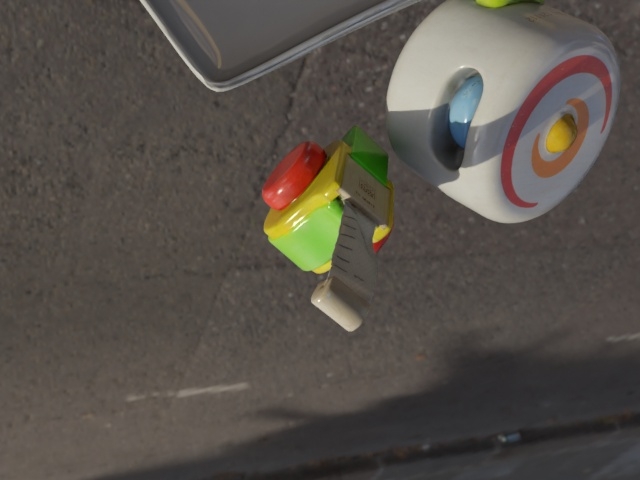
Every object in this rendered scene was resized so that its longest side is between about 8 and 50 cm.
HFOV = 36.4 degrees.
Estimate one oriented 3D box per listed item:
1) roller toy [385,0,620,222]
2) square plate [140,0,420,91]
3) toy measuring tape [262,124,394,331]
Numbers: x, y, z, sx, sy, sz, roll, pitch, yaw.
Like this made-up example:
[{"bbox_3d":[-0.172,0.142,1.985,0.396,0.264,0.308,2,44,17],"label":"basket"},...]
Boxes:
[{"bbox_3d":[0.170,-0.118,0.879,0.191,0.146,0.209,-47,140,-8],"label":"roller toy"},{"bbox_3d":[-0.038,-0.293,0.843,0.344,0.347,0.049,-29,154,-22],"label":"square plate"},{"bbox_3d":[0.000,0.000,0.808,0.121,0.330,0.121,2,118,4],"label":"toy measuring tape"}]
